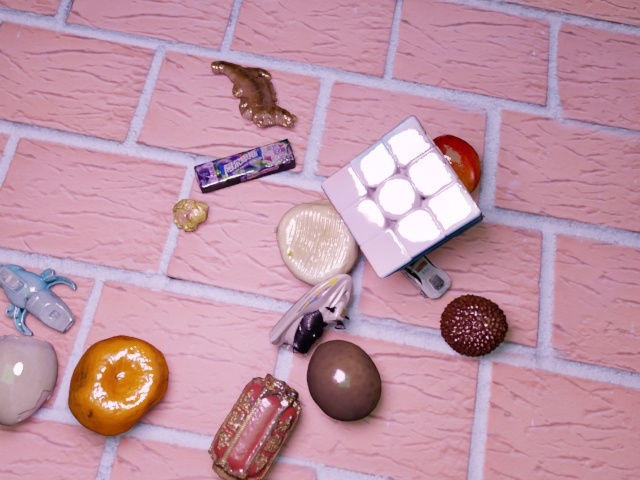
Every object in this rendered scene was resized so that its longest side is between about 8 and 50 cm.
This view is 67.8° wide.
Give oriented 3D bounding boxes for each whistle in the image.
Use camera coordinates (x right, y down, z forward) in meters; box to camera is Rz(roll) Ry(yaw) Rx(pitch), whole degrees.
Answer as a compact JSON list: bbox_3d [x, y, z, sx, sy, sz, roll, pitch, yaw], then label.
[{"bbox_3d":[-0.801,0.153,1.330,0.274,0.093,0.186,39,76,5],"label":"whistle"}]

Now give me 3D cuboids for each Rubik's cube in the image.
[{"bbox_3d":[0.223,-0.103,1.251,0.290,0.291,0.291,-34,80,16],"label":"Rubik's cube"}]

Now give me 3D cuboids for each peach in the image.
[{"bbox_3d":[0.386,-0.229,1.434,0.197,0.197,0.198,1,74,-2],"label":"peach"}]

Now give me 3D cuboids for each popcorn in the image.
[{"bbox_3d":[-0.386,-0.082,1.414,0.097,0.109,0.089,54,40,-23],"label":"popcorn"}]

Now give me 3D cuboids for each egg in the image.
[{"bbox_3d":[-0.780,0.358,1.221,0.182,0.183,0.217,6,67,-1],"label":"egg"}]

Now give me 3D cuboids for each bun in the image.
[{"bbox_3d":[0.000,0.000,1.376,0.259,0.160,0.260,-2,82,14],"label":"bun"}]

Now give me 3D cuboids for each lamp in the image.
[{"bbox_3d":[-0.167,0.485,1.228,0.177,0.177,0.274,31,77,6],"label":"lamp"}]

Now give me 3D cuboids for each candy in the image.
[{"bbox_3d":[-0.231,-0.231,1.478,0.312,0.061,0.088,-18,73,-8],"label":"candy"}]

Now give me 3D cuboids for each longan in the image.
[{"bbox_3d":[0.059,0.368,1.256,0.196,0.196,0.220,-32,75,-11],"label":"longan"}]

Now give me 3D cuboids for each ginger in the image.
[{"bbox_3d":[-0.208,-0.472,1.544,0.166,0.080,0.333,-28,70,-25],"label":"ginger"}]

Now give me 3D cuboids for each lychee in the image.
[{"bbox_3d":[0.424,0.236,1.320,0.187,0.188,0.188,1,74,-2],"label":"lychee"}]

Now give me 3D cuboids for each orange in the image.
[{"bbox_3d":[-0.524,0.369,1.234,0.248,0.183,0.249,8,58,-12],"label":"orange"}]

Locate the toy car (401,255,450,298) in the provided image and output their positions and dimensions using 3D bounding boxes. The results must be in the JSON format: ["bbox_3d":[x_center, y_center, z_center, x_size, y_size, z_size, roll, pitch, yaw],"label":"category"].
[{"bbox_3d":[0.294,0.084,1.417,0.095,0.056,0.205,-42,81,-11],"label":"toy car"}]

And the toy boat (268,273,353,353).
[{"bbox_3d":[-0.010,0.208,1.281,0.269,0.140,0.141,-37,78,17],"label":"toy boat"}]
